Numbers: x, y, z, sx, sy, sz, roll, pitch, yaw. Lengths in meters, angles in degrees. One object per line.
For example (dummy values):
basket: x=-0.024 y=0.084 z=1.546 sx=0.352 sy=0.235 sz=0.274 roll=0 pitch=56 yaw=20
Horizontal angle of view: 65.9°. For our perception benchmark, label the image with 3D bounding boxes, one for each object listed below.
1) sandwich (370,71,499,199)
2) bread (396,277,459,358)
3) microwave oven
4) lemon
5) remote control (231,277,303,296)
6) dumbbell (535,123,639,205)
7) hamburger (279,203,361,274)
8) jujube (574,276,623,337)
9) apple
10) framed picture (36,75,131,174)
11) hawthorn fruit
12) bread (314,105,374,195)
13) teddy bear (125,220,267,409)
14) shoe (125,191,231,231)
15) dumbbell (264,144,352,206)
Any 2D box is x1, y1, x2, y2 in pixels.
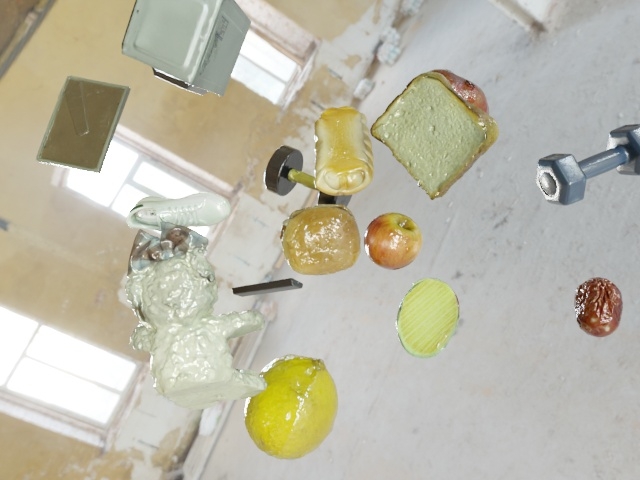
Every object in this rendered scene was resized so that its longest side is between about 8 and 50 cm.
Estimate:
sandwich: x=0.271 y=-0.259 z=1.189 sx=0.087 sy=0.251 sz=0.226 roll=-15 pitch=-31 yaw=-53
bread: x=0.387 y=0.281 z=1.799 sx=0.045 sy=0.302 sz=0.301 roll=9 pitch=70 yaw=59
microwave oven: x=-0.300 y=-0.472 z=1.130 sx=0.295 sy=0.181 sz=0.237 roll=-81 pitch=15 yaw=-78
lemon: x=-0.081 y=0.464 z=1.404 sx=0.268 sy=0.269 sz=0.321 roll=-141 pitch=72 yaw=-74
remote control: x=-0.164 y=0.145 z=1.504 sx=0.246 sy=0.063 sz=0.025 roll=-12 pitch=66 yaw=33
dumbbell: x=0.789 y=-0.217 z=1.409 sx=0.325 sy=0.159 sz=0.144 roll=-22 pitch=-18 yaw=-6
hamburger: x=0.001 y=0.001 z=1.775 sx=0.284 sy=0.259 sz=0.144 roll=-13 pitch=24 yaw=8
jujube: x=0.717 y=0.173 z=1.274 sx=0.176 sy=0.109 sz=0.112 roll=-58 pitch=-33 yaw=-49
apple: x=0.173 y=0.005 z=1.202 sx=0.146 sy=0.147 sz=0.146 roll=-53 pitch=17 yaw=25
framed picture: x=-0.633 y=-0.312 z=1.316 sx=0.023 sy=0.189 sz=0.259 roll=68 pitch=-146 yaw=-74
hawthorn fruit: x=0.369 y=-0.347 z=1.566 sx=0.284 sy=0.285 sz=0.368 roll=-127 pitch=49 yaw=-73
bread: x=0.069 y=-0.267 z=1.468 sx=0.121 sy=0.173 sz=0.310 roll=76 pitch=-168 yaw=-56
teddy bear: x=-0.301 y=0.192 z=1.196 sx=0.375 sy=0.328 sz=0.361 roll=60 pitch=-165 yaw=-63
shoe: x=-0.369 y=-0.063 z=1.269 sx=0.110 sy=0.265 sz=0.094 roll=-64 pitch=-29 yaw=-63
dumbbell: x=-0.041 y=-0.238 z=1.976 sx=0.203 sy=0.323 sz=0.203 roll=-54 pitch=-22 yaw=-34
